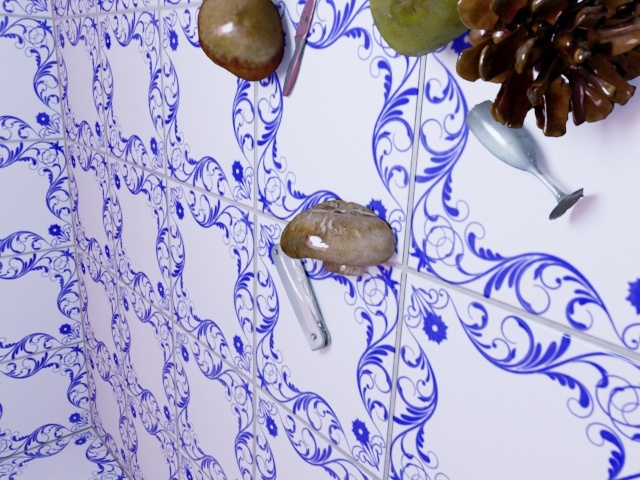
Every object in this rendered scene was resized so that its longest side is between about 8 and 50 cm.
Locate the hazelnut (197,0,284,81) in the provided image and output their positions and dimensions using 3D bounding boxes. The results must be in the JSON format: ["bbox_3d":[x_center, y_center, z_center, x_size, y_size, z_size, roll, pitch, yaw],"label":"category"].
[{"bbox_3d":[-0.176,-0.438,1.203,0.210,0.186,0.210,18,123,30],"label":"hazelnut"}]

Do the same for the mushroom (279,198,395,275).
[{"bbox_3d":[0.000,0.000,1.127,0.286,0.151,0.155,6,103,50],"label":"mushroom"}]

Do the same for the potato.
[{"bbox_3d":[0.175,-0.406,0.785,0.210,0.173,0.307,37,130,15],"label":"potato"}]

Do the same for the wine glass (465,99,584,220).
[{"bbox_3d":[0.288,-0.121,0.817,0.198,0.066,0.066,56,136,27],"label":"wine glass"}]

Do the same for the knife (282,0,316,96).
[{"bbox_3d":[-0.042,-0.416,1.179,0.035,0.018,0.247,47,129,37],"label":"knife"}]

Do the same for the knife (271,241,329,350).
[{"bbox_3d":[-0.043,0.123,1.300,0.073,0.041,0.265,-30,76,40],"label":"knife"}]

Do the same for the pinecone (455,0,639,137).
[{"bbox_3d":[0.279,-0.237,0.686,0.229,0.202,0.201,-16,52,36],"label":"pinecone"}]
